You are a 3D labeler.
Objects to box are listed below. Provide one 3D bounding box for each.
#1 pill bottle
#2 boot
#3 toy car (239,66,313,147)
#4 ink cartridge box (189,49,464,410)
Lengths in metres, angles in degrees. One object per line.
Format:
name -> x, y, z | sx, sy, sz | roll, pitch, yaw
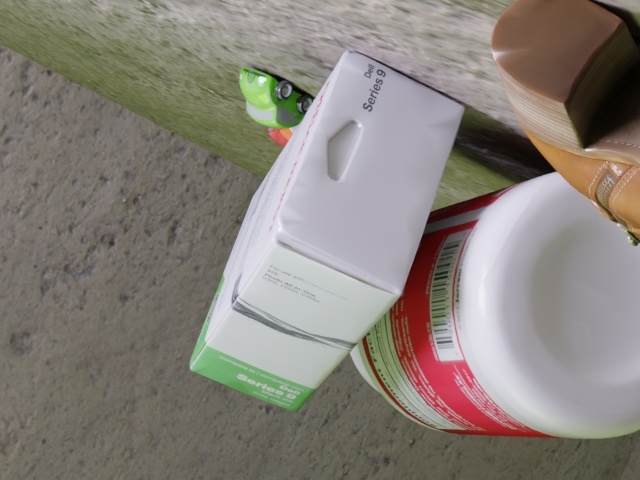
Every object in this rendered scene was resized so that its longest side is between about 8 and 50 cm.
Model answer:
pill bottle -> 0.170, 0.070, 1.435 | 0.229, 0.229, 0.407 | 25, 167, -14
boot -> 0.225, -0.014, 0.863 | 0.283, 0.109, 0.220 | 35, 177, 32
toy car -> -0.022, -0.134, 1.739 | 0.239, 0.053, 0.225 | 23, 177, 38
ink cartridge box -> 0.000, 0.000, 1.365 | 0.121, 0.211, 0.289 | 24, 150, -7
